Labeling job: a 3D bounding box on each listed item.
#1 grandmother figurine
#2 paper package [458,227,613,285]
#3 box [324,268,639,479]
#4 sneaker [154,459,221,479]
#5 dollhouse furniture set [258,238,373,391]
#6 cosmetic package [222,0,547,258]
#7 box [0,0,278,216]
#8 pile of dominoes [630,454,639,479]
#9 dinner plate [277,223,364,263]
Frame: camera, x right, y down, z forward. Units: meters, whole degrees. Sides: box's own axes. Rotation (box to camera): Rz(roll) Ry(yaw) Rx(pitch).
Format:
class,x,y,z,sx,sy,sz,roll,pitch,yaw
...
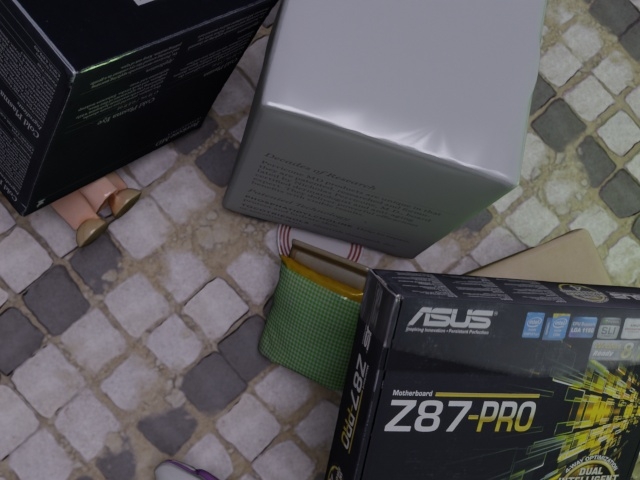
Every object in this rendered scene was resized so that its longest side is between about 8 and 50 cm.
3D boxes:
class,x,y,z,sx,sy,sz,roll,pitch,yaw
grandmother figurine,-0.419,-0.160,1.202,0.342,0.104,0.208,45,64,-3
paper package,0.320,0.186,1.258,0.310,0.168,0.324,-21,85,-15
box,0.220,0.204,0.994,0.395,0.097,0.318,5,107,-20
sneaker,-0.139,0.441,1.134,0.152,0.114,0.305,-43,90,-17
dollhouse furniture set,0.036,0.134,1.127,0.302,0.151,0.197,20,101,19
cosmetic package,0.075,-0.204,1.154,0.328,0.393,0.329,16,72,-9
box,-0.277,-0.240,1.071,0.179,0.312,0.343,49,49,5
pile of dominoes,0.371,0.386,1.220,0.251,0.196,0.040,-40,46,2
dinner plate,0.000,0.000,1.302,0.141,0.017,0.141,3,79,-13
